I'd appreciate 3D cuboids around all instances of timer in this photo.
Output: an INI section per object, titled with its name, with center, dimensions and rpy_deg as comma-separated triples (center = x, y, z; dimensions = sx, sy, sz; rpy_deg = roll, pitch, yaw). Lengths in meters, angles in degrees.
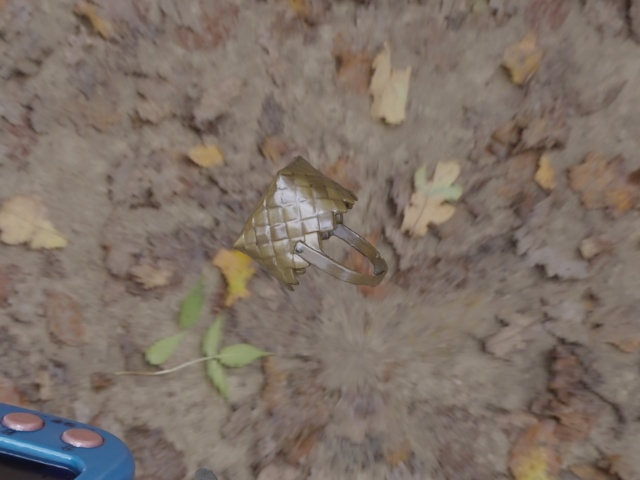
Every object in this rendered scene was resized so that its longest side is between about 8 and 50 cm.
[timer]
center = -0.408, 0.289, 1.675
dimensions = 0.340, 0.309, 0.115
rpy_deg = 12, 104, 14

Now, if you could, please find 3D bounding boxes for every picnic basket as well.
[picnic basket]
center = 0.000, 0.000, 1.707
dimensions = 0.178, 0.128, 0.138
rpy_deg = 33, 114, -2

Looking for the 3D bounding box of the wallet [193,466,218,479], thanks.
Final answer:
[wallet]
center = -0.093, 0.382, 1.676
dimensions = 0.036, 0.167, 0.222
rpy_deg = -29, 94, 2
